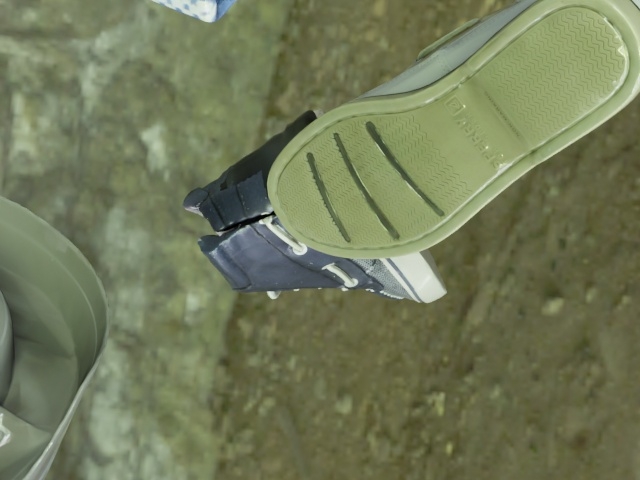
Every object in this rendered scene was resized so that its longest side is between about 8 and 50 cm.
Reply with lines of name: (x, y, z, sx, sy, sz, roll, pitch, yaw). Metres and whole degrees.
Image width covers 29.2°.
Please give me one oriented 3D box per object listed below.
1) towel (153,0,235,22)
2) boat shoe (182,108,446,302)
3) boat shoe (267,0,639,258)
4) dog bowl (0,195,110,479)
towel: (-0.006, -0.191, 0.474, 0.243, 0.336, 0.040, 25, 137, 36)
boat shoe: (0.000, 0.000, 1.183, 0.340, 0.158, 0.127, 44, -160, -56)
boat shoe: (0.095, -0.077, 0.800, 0.302, 0.113, 0.103, -25, 10, 40)
dog bowl: (-0.287, 0.060, 0.615, 0.349, 0.349, 0.102, -108, 29, -63)
